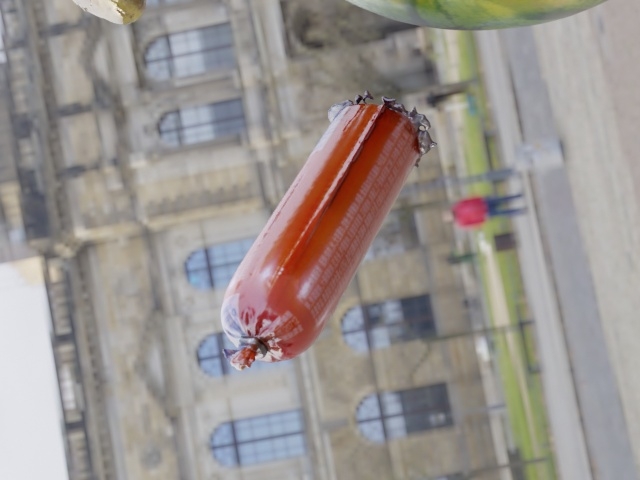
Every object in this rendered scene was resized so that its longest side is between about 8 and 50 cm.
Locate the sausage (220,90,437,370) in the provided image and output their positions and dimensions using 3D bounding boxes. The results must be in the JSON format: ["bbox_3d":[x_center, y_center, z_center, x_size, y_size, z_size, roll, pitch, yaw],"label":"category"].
[{"bbox_3d":[0.000,0.000,0.573,0.145,0.050,0.048,-59,-22,-43],"label":"sausage"}]

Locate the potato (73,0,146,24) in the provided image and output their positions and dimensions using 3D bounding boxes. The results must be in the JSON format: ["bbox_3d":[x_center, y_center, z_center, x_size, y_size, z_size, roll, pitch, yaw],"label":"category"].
[{"bbox_3d":[-0.126,-0.151,0.773,0.046,0.092,0.045,-46,-10,-32],"label":"potato"}]

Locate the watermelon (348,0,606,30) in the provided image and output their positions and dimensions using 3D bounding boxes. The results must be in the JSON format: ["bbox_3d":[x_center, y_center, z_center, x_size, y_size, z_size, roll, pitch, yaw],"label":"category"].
[{"bbox_3d":[0.063,-0.213,0.564,0.269,0.268,0.269,-11,-90,-85],"label":"watermelon"}]
